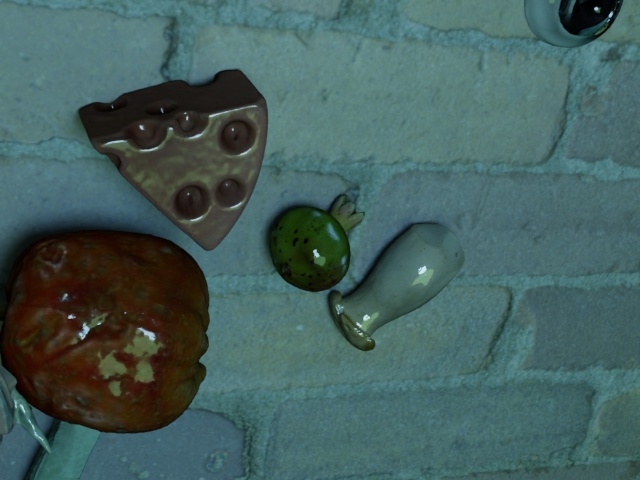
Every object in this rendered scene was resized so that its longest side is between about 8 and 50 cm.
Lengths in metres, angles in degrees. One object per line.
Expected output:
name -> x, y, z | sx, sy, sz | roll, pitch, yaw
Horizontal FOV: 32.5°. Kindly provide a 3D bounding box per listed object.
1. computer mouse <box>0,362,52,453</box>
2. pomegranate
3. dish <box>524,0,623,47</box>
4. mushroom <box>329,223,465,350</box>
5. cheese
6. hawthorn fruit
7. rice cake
computer mouse -> -0.463, 0.128, 1.211 | 0.389, 0.115, 0.199 | 43, 136, 0
pomegranate -> 0.000, 0.000, 1.436 | 0.142, 0.114, 0.115 | -42, 130, -26
dish -> 0.342, -0.302, 1.401 | 0.141, 0.078, 0.141 | -10, 122, -17
mushroom -> 0.105, 0.061, 1.517 | 0.212, 0.088, 0.097 | -37, 116, 10
cheese -> -0.146, -0.126, 1.289 | 0.177, 0.128, 0.203 | -42, 121, 3
hawthorn fruit -> -0.252, 0.103, 1.298 | 0.261, 0.258, 0.258 | 36, 102, -29
rice cake -> -0.370, 0.328, 1.501 | 0.066, 0.063, 0.336 | 21, 110, -27
